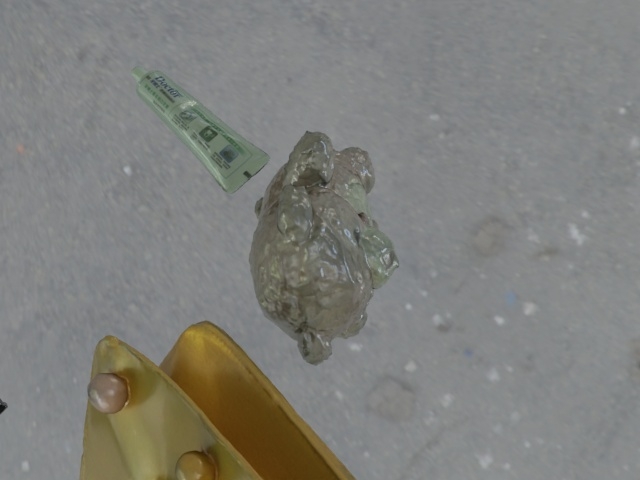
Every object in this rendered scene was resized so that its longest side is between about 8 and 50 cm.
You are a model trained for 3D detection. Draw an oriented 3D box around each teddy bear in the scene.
[{"bbox_3d":[-0.001,0.000,1.383,0.151,0.267,0.236,-10,107,-1],"label":"teddy bear"}]

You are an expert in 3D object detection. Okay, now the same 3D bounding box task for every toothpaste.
[{"bbox_3d":[-0.147,-0.135,1.492,0.064,0.218,0.041,-41,153,-12],"label":"toothpaste"}]

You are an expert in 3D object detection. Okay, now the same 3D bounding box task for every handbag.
[{"bbox_3d":[-0.089,0.281,1.126,0.133,0.401,0.283,-7,123,-36],"label":"handbag"}]

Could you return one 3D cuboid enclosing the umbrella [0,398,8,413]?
[{"bbox_3d":[-0.393,0.240,1.261,0.059,0.066,0.236,48,57,-28],"label":"umbrella"}]
